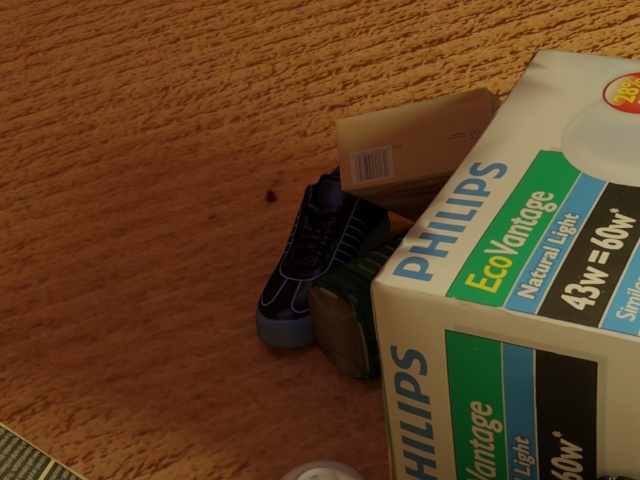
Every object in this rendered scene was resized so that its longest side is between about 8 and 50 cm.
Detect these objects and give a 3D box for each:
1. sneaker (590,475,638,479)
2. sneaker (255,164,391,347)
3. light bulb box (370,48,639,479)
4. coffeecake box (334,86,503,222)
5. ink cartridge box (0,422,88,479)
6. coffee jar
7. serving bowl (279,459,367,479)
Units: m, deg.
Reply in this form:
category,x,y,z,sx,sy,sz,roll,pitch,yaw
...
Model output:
category,x,y,z,sx,sy,sz,roll,pitch,yaw
sneaker,0.237,0.208,0.859,0.208,0.094,0.081,1,58,43
sneaker,0.000,0.000,1.261,0.081,0.090,0.232,7,38,22
light bulb box,0.274,0.049,1.013,0.361,0.225,0.358,10,39,24
coffeecake box,0.116,-0.072,1.240,0.142,0.068,0.185,-11,-12,23
ink cartridge box,-0.225,0.233,0.746,0.088,0.234,0.193,32,5,-3
coffee jar,0.081,0.037,1.186,0.184,0.096,0.079,-32,38,-28
serving bowl,0.000,0.195,1.040,0.083,0.027,0.083,-6,34,4
